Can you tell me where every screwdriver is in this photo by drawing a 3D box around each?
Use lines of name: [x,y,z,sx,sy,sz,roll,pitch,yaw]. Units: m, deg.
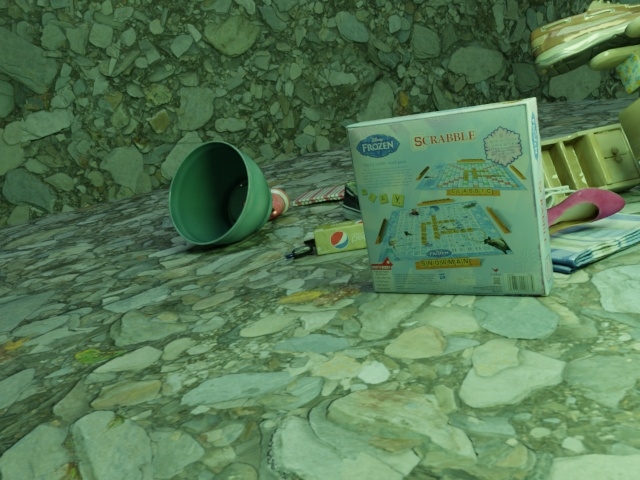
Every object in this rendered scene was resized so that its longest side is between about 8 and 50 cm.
screwdriver: [-0.097,0.043,1.496,0.170,0.024,0.025,-17,45,-14]

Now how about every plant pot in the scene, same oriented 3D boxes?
plant pot: [-0.260,-0.119,1.797,0.293,0.292,0.196,-2,-9,32]

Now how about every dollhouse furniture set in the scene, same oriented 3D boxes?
dollhouse furniture set: [0.648,-0.223,1.342,0.257,0.361,0.394,-13,-13,-13]

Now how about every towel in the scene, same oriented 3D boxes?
towel: [0.498,-0.006,1.224,0.285,0.034,0.209,-19,16,-28]
towel: [0.013,-0.152,2.149,0.197,0.029,0.144,-8,15,22]

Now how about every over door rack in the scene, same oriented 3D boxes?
over door rack: [0.354,-0.076,1.360,0.325,0.108,0.239,2,5,-11]

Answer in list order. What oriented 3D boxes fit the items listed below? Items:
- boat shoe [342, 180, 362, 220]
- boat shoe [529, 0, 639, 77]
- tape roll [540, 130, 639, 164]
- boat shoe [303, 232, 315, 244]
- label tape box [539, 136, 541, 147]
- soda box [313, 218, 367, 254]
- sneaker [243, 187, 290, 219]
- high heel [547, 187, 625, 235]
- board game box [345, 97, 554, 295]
boat shoe: [0.157,-0.105,1.674,0.121,0.119,0.335,-20,18,-32]
boat shoe: [0.612,-0.467,1.354,0.325,0.116,0.123,-18,-15,6]
tape roll: [0.741,-0.249,1.798,0.393,0.071,0.392,-10,15,3]
boat shoe: [0.000,0.000,1.575,0.100,0.035,0.035,3,47,31]
label tape box: [0.303,-0.191,1.483,0.348,0.115,0.249,3,-17,-6]
soda box: [0.078,-0.014,1.499,0.182,0.061,0.058,-9,14,10]
sneaker: [-0.260,-0.102,1.981,0.314,0.115,0.136,-8,16,10]
high heel: [0.474,-0.035,1.190,0.244,0.082,0.117,-2,43,-5]
board game box: [0.220,-0.064,1.081,0.319,0.317,0.066,-1,17,32]
